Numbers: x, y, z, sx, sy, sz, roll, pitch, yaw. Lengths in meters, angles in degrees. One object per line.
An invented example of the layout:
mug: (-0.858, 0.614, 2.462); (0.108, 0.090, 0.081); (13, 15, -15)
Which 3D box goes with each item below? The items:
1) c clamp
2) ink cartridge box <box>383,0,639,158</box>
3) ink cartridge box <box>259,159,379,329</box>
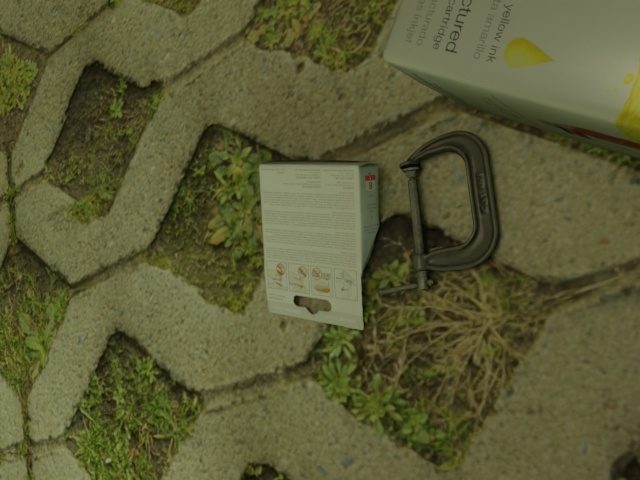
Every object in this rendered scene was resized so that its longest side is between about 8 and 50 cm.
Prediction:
c clamp: (0.112, -0.028, 0.712); (0.137, 0.022, 0.161); (-6, 80, 38)
ink cartridge box: (0.276, -0.203, 0.519); (0.384, 0.160, 0.279); (27, 100, 38)
ink cartridge box: (0.000, 0.000, 0.798); (0.145, 0.045, 0.180); (6, 105, 38)
